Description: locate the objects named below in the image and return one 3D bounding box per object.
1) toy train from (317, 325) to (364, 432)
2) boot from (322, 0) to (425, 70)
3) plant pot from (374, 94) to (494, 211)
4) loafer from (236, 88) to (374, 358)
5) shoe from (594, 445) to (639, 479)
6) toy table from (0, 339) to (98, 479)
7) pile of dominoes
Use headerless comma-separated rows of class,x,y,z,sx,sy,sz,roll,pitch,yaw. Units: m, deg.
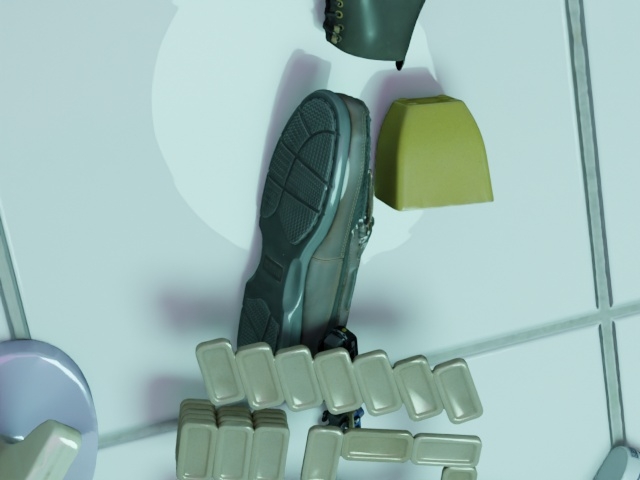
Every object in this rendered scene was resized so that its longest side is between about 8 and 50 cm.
toy train,0.018,0.123,1.457,0.036,0.027,0.158,-45,152,-28
boot,0.003,-0.210,1.332,0.197,0.077,0.137,13,113,-17
plant pot,0.089,-0.073,1.402,0.081,0.081,0.083,-6,102,-11
loafer,0.000,0.000,1.414,0.084,0.096,0.268,-2,120,-33
shoe,0.271,0.279,1.594,0.081,0.063,0.178,25,99,-16
toy table,-0.269,0.230,1.391,0.252,0.161,0.274,13,107,-18
pile of dominoes,0.009,0.163,1.431,0.251,0.040,0.196,4,118,-8
